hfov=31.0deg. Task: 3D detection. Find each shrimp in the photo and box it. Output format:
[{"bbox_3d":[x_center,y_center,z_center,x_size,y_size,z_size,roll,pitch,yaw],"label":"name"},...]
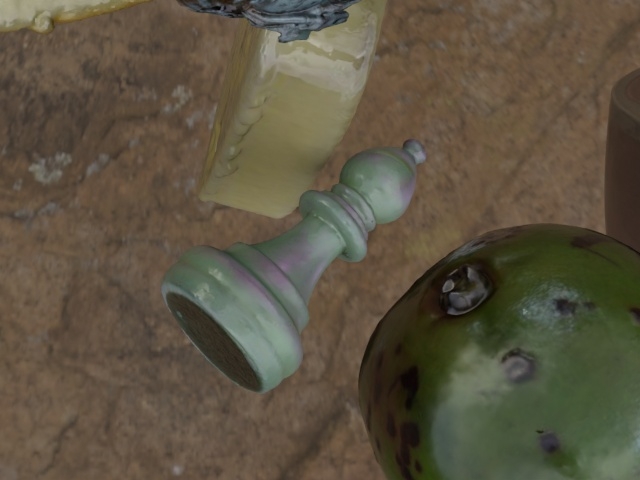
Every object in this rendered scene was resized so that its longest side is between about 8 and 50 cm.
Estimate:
[{"bbox_3d":[-0.008,-0.186,0.809,0.233,0.079,0.090,-14,96,-45],"label":"shrimp"}]

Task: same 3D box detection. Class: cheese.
[{"bbox_3d":[-0.017,-0.191,1.064,0.104,0.384,0.384,14,113,-9],"label":"cheese"}]

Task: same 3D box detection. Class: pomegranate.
[{"bbox_3d":[0.133,0.104,0.622,0.202,0.202,0.248,-31,117,8],"label":"pomegranate"}]

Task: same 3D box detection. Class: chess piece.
[{"bbox_3d":[0.000,0.000,1.015,0.272,0.139,0.139,-42,117,-21],"label":"chess piece"}]

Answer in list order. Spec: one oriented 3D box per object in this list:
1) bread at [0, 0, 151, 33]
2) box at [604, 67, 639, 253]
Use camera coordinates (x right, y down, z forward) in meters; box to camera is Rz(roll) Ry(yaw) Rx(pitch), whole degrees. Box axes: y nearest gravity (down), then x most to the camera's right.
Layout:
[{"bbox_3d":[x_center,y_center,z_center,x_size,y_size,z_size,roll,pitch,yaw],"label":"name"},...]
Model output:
[{"bbox_3d":[-0.171,-0.200,0.615,0.246,0.239,0.111,-24,133,-38],"label":"bread"},{"bbox_3d":[0.411,-0.032,1.090,0.301,0.301,0.216,-1,120,-6],"label":"box"}]
